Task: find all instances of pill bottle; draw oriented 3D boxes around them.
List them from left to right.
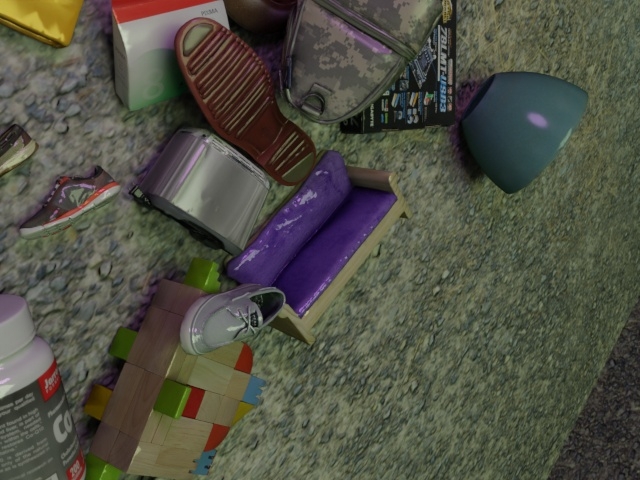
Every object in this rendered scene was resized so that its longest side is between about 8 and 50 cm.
[{"bbox_3d":[-0.433,0.229,0.824,0.161,0.161,0.283,-21,114,-36],"label":"pill bottle"}]

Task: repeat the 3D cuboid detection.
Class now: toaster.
[{"bbox_3d":[-0.191,-0.084,0.984,0.227,0.129,0.146,36,76,-38],"label":"toaster"}]

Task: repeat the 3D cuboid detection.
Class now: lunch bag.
[{"bbox_3d":[0.051,-0.327,1.006,0.212,0.305,0.256,29,108,-3],"label":"lunch bag"}]

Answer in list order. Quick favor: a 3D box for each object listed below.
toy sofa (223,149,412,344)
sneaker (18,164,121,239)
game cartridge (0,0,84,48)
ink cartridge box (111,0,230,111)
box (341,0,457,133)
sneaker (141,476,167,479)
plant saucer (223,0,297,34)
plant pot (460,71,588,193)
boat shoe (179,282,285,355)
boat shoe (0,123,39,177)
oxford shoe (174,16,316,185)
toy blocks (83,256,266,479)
[{"bbox_3d":[0.000,0.000,1.158,0.362,0.150,0.177,-50,129,-21],"label":"toy sofa"},{"bbox_3d":[-0.376,-0.058,0.890,0.158,0.061,0.065,-36,95,-30],"label":"sneaker"},{"bbox_3d":[-0.412,-0.454,0.761,0.285,0.052,0.324,20,84,-42],"label":"game cartridge"},{"bbox_3d":[-0.212,-0.312,0.885,0.181,0.056,0.225,-29,157,-32],"label":"ink cartridge box"},{"bbox_3d":[0.170,-0.379,1.269,0.293,0.073,0.296,-14,109,-39],"label":"box"},{"bbox_3d":[-0.364,0.495,0.997,0.292,0.110,0.118,-25,108,-44],"label":"sneaker"},{"bbox_3d":[-0.084,-0.499,0.981,0.310,0.050,0.311,-17,111,-53],"label":"plant saucer"},{"bbox_3d":[0.451,-0.283,1.434,0.195,0.290,0.290,33,76,-4],"label":"plant pot"},{"bbox_3d":[-0.125,0.113,0.932,0.227,0.081,0.079,-27,113,-63],"label":"boat shoe"},{"bbox_3d":[-0.452,-0.099,0.807,0.152,0.056,0.049,-50,123,-33],"label":"boat shoe"},{"bbox_3d":[-0.137,-0.217,0.976,0.123,0.130,0.348,-46,140,-8],"label":"oxford shoe"},{"bbox_3d":[-0.208,0.249,1.034,0.261,0.190,0.381,38,67,-52],"label":"toy blocks"}]
